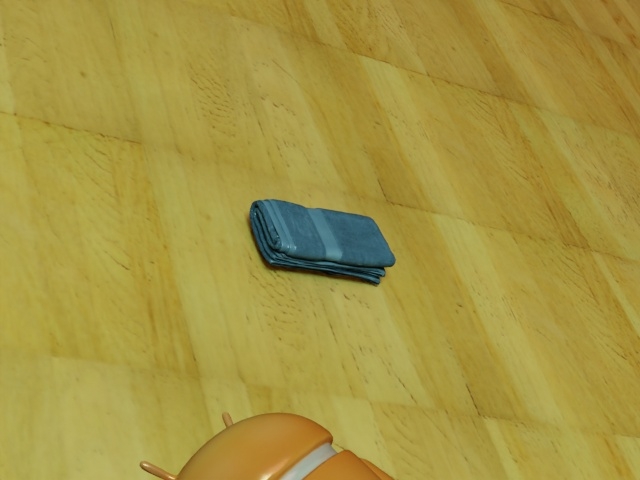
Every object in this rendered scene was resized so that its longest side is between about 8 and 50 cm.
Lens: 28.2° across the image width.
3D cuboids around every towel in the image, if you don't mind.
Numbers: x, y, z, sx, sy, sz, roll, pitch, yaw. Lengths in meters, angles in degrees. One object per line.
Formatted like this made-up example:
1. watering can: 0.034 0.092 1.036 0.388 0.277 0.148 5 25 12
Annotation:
1. towel: 0.000 0.000 1.045 0.119 0.029 0.067 8 41 -33

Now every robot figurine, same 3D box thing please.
1. robot figurine: -0.001 0.186 0.716 0.219 0.128 0.158 43 73 13
